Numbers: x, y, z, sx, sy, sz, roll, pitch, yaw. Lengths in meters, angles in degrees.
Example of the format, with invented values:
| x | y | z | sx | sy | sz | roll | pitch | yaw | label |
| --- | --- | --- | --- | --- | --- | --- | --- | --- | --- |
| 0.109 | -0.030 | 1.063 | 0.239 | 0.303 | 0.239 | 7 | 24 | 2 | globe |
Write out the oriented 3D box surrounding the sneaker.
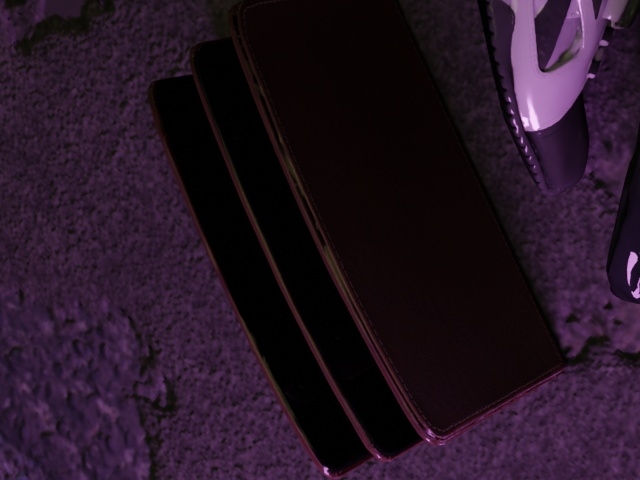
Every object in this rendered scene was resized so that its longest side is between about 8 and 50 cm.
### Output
| x | y | z | sx | sy | sz | roll | pitch | yaw | label |
| --- | --- | --- | --- | --- | --- | --- | --- | --- | --- |
| 0.163 | -0.176 | 1.210 | 0.146 | 0.122 | 0.331 | -11 | 124 | 2 | sneaker |

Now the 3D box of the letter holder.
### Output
| x | y | z | sx | sy | sz | roll | pitch | yaw | label |
| --- | --- | --- | --- | --- | --- | --- | --- | --- | --- |
| 0.000 | 0.000 | 1.304 | 0.152 | 0.214 | 0.302 | -27 | 87 | 31 | letter holder |

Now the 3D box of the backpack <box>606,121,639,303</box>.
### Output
| x | y | z | sx | sy | sz | roll | pitch | yaw | label |
| --- | --- | --- | --- | --- | --- | --- | --- | --- | --- |
| 0.357 | -0.050 | 1.092 | 0.355 | 0.273 | 0.290 | 17 | 100 | 13 | backpack |
